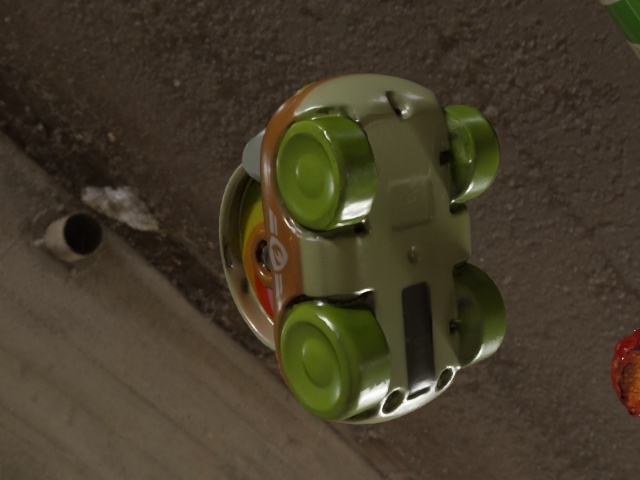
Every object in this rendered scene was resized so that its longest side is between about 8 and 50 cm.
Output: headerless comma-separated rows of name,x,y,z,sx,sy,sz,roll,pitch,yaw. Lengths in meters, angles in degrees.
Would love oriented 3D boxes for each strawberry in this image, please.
strawberry,0.447,0.172,0.990,0.145,0.086,0.145,5,107,15

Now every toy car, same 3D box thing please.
toy car,0.000,0.000,0.540,0.235,0.145,0.235,17,113,47

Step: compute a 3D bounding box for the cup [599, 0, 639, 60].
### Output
cup,0.527,-0.333,1.068,0.274,0.253,0.253,43,143,-12
